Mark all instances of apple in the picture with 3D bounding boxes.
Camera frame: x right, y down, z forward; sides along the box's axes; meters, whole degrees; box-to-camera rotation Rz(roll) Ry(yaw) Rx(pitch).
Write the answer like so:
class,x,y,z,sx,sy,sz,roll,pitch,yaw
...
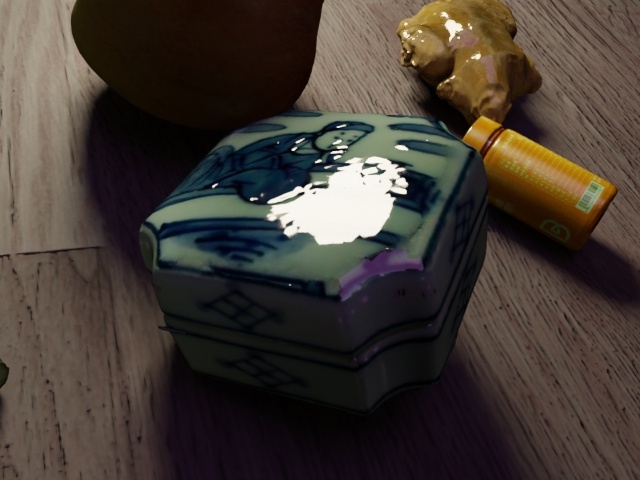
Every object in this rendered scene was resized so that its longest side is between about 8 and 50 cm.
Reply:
class,x,y,z,sx,sy,sz,roll,pitch,yaw
apple,-0.142,-0.308,0.837,0.304,0.339,0.339,13,46,-5

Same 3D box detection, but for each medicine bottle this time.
class,x,y,z,sx,sy,sz,roll,pitch,yaw
medicine bottle,0.265,-0.073,0.884,0.191,0.096,0.096,32,48,16

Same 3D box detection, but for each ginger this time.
class,x,y,z,sx,sy,sz,roll,pitch,yaw
ginger,0.220,-0.256,1.025,0.218,0.123,0.270,7,46,-12

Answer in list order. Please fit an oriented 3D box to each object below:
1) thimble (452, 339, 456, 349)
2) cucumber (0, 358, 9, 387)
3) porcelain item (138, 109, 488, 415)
class,x,y,z,sx,sy,sz,roll,pitch,yaw
thimble,0.077,0.102,0.695,0.109,0.062,0.085,-10,52,-23
cucumber,-0.349,0.072,0.621,0.187,0.058,0.058,42,51,21
porcelain item,0.000,0.000,0.650,0.281,0.157,0.286,10,43,25
